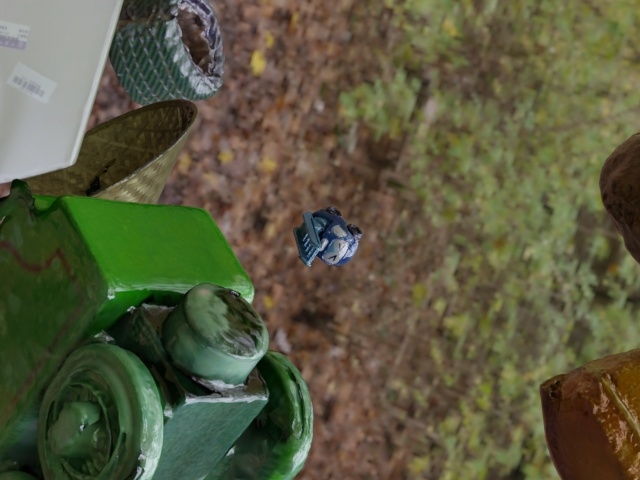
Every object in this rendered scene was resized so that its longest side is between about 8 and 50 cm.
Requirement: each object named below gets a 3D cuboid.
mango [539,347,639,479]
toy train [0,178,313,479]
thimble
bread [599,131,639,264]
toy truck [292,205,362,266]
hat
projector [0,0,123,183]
[{"bbox_3d":[0.388,0.283,1.543,0.201,0.350,0.199,-34,172,29],"label":"mango"},{"bbox_3d":[-0.121,0.089,0.727,0.132,0.188,0.243,3,135,-46],"label":"toy train"},{"bbox_3d":[-0.161,-0.206,1.447,0.135,0.090,0.118,63,28,-45],"label":"thimble"},{"bbox_3d":[0.399,-0.025,1.426,0.123,0.230,0.230,-48,167,27],"label":"bread"},{"bbox_3d":[0.000,0.000,1.647,0.090,0.073,0.056,-19,147,-58],"label":"toy truck"},{"bbox_3d":[-0.137,-0.034,0.969,0.146,0.146,0.067,-47,122,-41],"label":"hat"},{"bbox_3d":[-0.251,-0.118,0.777,0.269,0.088,0.194,6,108,-43],"label":"projector"}]
